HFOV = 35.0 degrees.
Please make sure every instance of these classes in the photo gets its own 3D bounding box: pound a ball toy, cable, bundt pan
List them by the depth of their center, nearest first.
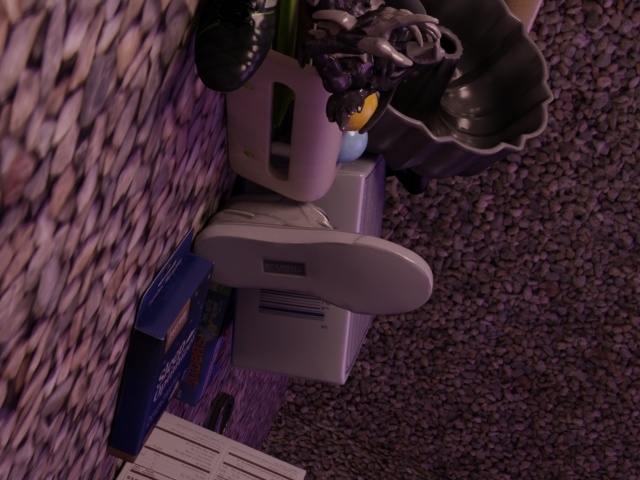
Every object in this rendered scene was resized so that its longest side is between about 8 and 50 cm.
[{"bbox_3d":[0.009,-0.192,0.995,0.319,0.135,0.208,102,11,-68],"label":"pound a ball toy"},{"bbox_3d":[0.125,-0.215,1.287,0.124,0.330,0.331,-47,-167,49],"label":"bundt pan"},{"bbox_3d":[-0.227,0.413,1.819,0.139,0.072,0.287,-5,105,-66],"label":"cable"}]

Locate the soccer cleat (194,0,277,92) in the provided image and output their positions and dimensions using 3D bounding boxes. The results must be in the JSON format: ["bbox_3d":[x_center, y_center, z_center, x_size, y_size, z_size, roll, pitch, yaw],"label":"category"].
[{"bbox_3d":[-0.056,-0.196,0.755,0.072,0.060,0.179,73,31,-68],"label":"soccer cleat"}]

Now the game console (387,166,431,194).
[{"bbox_3d":[0.100,-0.180,1.499,0.361,0.043,0.213,-117,-162,-67],"label":"game console"}]

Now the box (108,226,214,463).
[{"bbox_3d":[-0.163,0.109,1.054,0.136,0.036,0.225,-62,171,-53],"label":"box"}]

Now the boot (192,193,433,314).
[{"bbox_3d":[0.000,0.000,1.098,0.123,0.258,0.095,-67,165,-54],"label":"boot"}]

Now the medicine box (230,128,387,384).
[{"bbox_3d":[-0.005,0.007,1.325,0.289,0.149,0.264,-55,151,-73],"label":"medicine box"}]

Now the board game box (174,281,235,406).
[{"bbox_3d":[-0.135,0.104,1.354,0.136,0.035,0.201,-60,171,-62],"label":"board game box"}]

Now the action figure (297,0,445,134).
[{"bbox_3d":[0.042,-0.189,0.744,0.276,0.140,0.164,64,39,-49],"label":"action figure"}]

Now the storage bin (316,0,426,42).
[{"bbox_3d":[0.043,-0.255,1.115,0.098,0.135,0.091,-18,157,-33],"label":"storage bin"}]

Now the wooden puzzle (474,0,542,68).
[{"bbox_3d":[0.220,-0.412,1.470,0.348,0.080,0.322,53,-46,43],"label":"wooden puzzle"}]

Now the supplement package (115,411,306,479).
[{"bbox_3d":[-0.161,0.377,1.264,0.145,0.204,0.262,-64,174,-53],"label":"supplement package"}]
